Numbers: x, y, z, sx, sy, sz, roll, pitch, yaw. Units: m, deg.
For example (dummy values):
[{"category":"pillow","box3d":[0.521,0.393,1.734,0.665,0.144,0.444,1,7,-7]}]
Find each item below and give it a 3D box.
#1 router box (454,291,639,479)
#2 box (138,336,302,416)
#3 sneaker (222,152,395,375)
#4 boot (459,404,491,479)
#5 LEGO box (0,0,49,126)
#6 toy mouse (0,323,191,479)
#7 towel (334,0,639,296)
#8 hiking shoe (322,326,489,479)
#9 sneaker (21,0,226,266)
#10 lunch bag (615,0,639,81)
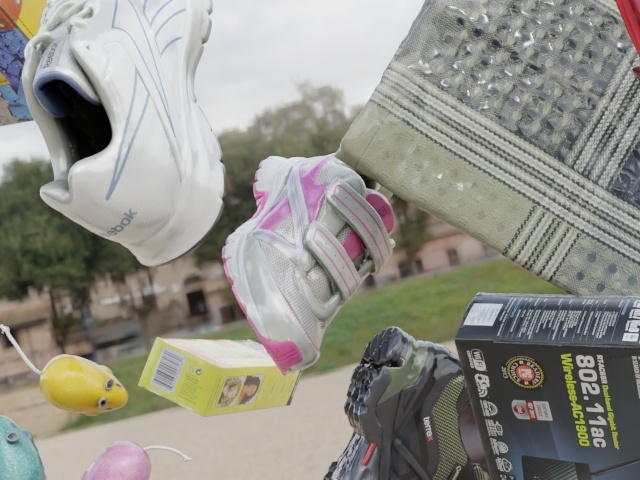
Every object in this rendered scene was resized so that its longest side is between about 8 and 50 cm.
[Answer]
[{"category":"router box","box3d":[0.120,0.082,0.526,0.092,0.122,0.038,-1,32,29]},{"category":"box","box3d":[-0.102,0.147,1.281,0.087,0.058,0.232,22,4,22]},{"category":"sneaker","box3d":[0.000,0.000,0.931,0.111,0.103,0.252,-17,35,20]},{"category":"boot","box3d":[0.146,0.165,0.954,0.248,0.090,0.207,-52,15,-24]},{"category":"LEGO box","box3d":[-0.385,-0.361,1.267,0.373,0.500,0.193,-5,-36,24]},{"category":"toy mouse","box3d":[-0.176,0.154,0.809,0.161,0.143,0.031,24,-11,-8]},{"category":"towel","box3d":[0.217,-0.109,0.914,0.312,0.324,0.056,-57,-2,-12]},{"category":"hiking shoe","box3d":[0.060,0.180,0.814,0.114,0.226,0.086,17,2,-8]},{"category":"sneaker","box3d":[-0.146,-0.132,0.823,0.111,0.297,0.129,-27,-28,26]},{"category":"lunch bag","box3d":[0.268,-0.175,0.523,0.293,0.258,0.120,-15,18,33]}]
